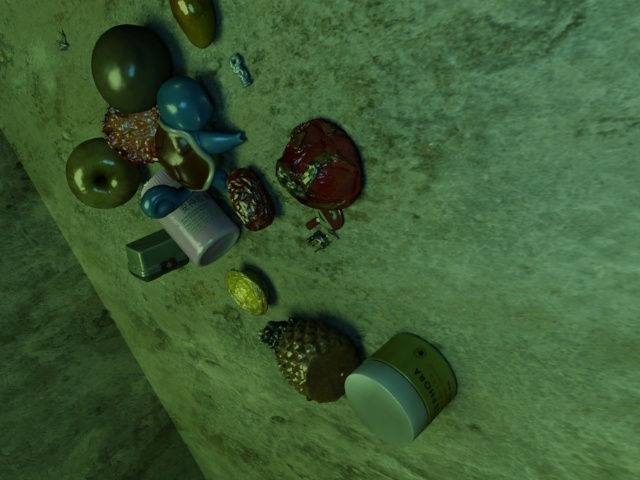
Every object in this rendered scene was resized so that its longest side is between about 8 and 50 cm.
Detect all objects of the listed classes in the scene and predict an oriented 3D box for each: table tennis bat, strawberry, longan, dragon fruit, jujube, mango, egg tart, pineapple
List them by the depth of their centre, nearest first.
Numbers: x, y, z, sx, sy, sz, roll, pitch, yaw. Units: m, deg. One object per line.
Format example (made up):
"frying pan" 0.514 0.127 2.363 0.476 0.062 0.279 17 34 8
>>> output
"dragon fruit" -0.027 -0.149 1.419 0.224 0.148 0.218 0 116 51
"mango" -0.295 -0.532 1.487 0.111 0.089 0.163 27 150 54
"table tennis bat" 0.006 -0.060 1.585 0.098 0.019 0.155 57 145 0
"longan" -0.514 -0.466 1.711 0.248 0.248 0.248 33 142 31
"jujube" -0.193 -0.110 1.712 0.112 0.109 0.176 -18 100 52
"pineapple" -0.059 0.315 1.856 0.357 0.223 0.222 26 139 53
"strawberry" -0.532 -0.342 1.927 0.233 0.234 0.178 64 177 -13
"egg tart" -0.226 0.159 2.033 0.191 0.074 0.191 32 141 31

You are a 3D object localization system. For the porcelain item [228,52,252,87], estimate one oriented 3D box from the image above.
"porcelain item" -0.194 -0.410 1.518 0.036 0.028 0.083 -12 109 38

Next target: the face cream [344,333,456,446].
"face cream" 0.199 0.367 1.564 0.218 0.179 0.218 33 142 31

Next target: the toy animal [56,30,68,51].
"toy animal" -0.895 -0.682 2.185 0.050 0.028 0.084 52 150 21

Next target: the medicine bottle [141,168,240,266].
"medicine bottle" -0.403 -0.078 1.954 0.290 0.178 0.178 48 147 13

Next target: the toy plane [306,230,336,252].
"toy plane" 0.000 0.000 1.633 0.049 0.031 0.121 51 150 -4

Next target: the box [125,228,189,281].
"box" -0.595 0.050 2.295 0.148 0.210 0.129 18 125 43

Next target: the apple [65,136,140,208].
"apple" -0.767 -0.242 2.235 0.234 0.257 0.256 -122 12 -66

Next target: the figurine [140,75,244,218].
"figurine" -0.368 -0.255 1.750 0.298 0.243 0.416 43 126 35
